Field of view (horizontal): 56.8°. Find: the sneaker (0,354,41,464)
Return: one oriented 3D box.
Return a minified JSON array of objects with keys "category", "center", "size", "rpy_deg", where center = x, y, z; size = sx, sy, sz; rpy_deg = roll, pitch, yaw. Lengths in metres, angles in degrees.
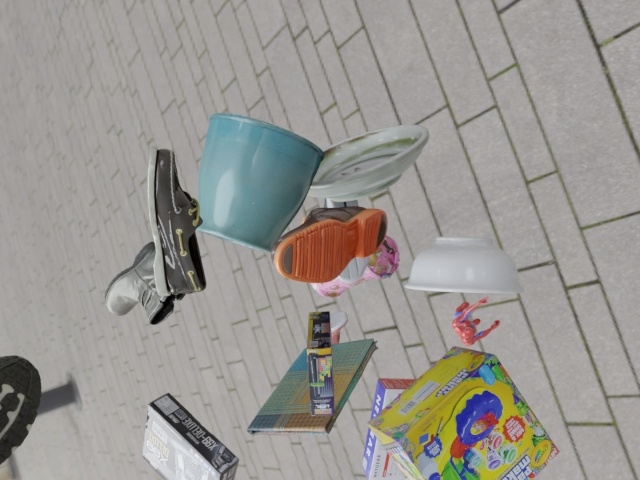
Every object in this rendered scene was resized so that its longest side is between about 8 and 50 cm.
[{"category":"sneaker","center":[-0.630,0.347,0.937],"size":[0.182,0.410,0.158],"rpy_deg":[-1,134,44]}]

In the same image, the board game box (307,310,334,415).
[{"category":"board game box","center":[0.002,0.236,1.161],"size":[0.170,0.048,0.141],"rpy_deg":[-89,-5,-73]}]

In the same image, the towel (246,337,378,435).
[{"category":"towel","center":[-0.014,0.412,1.675],"size":[0.272,0.370,0.040],"rpy_deg":[-13,112,33]}]

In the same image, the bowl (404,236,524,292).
[{"category":"bowl","center":[0.362,0.059,1.495],"size":[0.298,0.298,0.134],"rpy_deg":[1,88,52]}]

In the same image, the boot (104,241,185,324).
[{"category":"boot","center":[-0.406,0.132,1.359],"size":[0.246,0.083,0.161],"rpy_deg":[-48,52,24]}]

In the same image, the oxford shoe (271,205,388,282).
[{"category":"oxford shoe","center":[0.000,0.000,1.246],"size":[0.133,0.364,0.129],"rpy_deg":[16,108,32]}]

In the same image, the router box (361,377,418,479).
[{"category":"router box","center":[0.315,0.630,1.977],"size":[0.082,0.301,0.335],"rpy_deg":[-136,54,-70]}]

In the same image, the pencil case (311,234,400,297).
[{"category":"pencil case","center":[0.110,0.093,2.057],"size":[0.167,0.160,0.386],"rpy_deg":[59,146,-3]}]

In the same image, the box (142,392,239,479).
[{"category":"box","center":[-0.379,0.622,1.695],"size":[0.307,0.077,0.242],"rpy_deg":[33,125,26]}]

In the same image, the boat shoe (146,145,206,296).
[{"category":"boat shoe","center":[-0.196,-0.023,0.815],"size":[0.081,0.069,0.227],"rpy_deg":[-100,12,-57]}]

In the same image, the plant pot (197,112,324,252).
[{"category":"plant pot","center":[-0.157,-0.114,1.333],"size":[0.272,0.272,0.255],"rpy_deg":[13,84,50]}]

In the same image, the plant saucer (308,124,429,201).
[{"category":"plant saucer","center":[0.106,-0.193,1.589],"size":[0.401,0.400,0.100],"rpy_deg":[7,125,51]}]

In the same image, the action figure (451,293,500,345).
[{"category":"action figure","center":[0.429,0.208,1.610],"size":[0.139,0.280,0.091],"rpy_deg":[-37,84,17]}]

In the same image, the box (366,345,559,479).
[{"category":"box","center":[0.317,0.443,1.332],"size":[0.279,0.290,0.177],"rpy_deg":[55,164,-7]}]

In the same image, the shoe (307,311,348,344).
[{"category":"shoe","center":[0.044,0.303,1.953],"size":[0.178,0.081,0.063],"rpy_deg":[-40,29,27]}]

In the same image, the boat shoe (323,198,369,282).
[{"category":"boat shoe","center":[0.072,-0.024,1.707],"size":[0.119,0.121,0.335],"rpy_deg":[102,166,-63]}]
